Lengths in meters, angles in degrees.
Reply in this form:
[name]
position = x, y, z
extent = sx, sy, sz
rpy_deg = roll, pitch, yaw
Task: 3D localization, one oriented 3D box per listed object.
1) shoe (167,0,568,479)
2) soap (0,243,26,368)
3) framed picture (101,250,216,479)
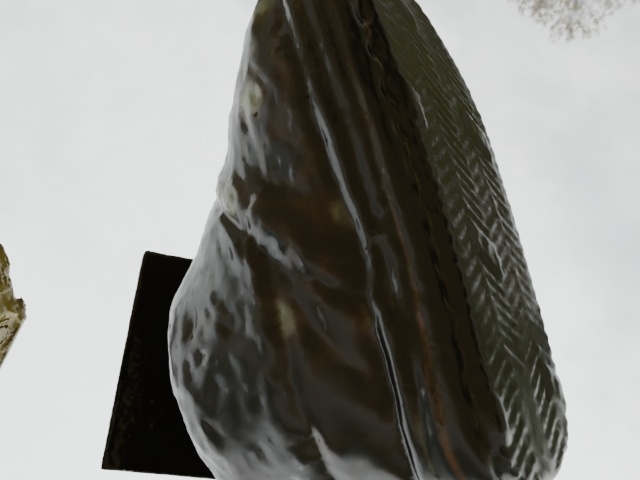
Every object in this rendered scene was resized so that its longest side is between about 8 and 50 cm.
[shoe]
position = 0.000, 0.000, 0.450
extent = 0.171, 0.237, 0.384
rpy_deg = 4, -112, -55
[soap]
position = -0.428, 0.097, 0.701
extent = 0.160, 0.258, 0.080
rpy_deg = 30, -170, -1
[framed picture]
position = -0.065, 0.158, 0.772
extent = 0.338, 0.014, 0.255
rpy_deg = 11, -118, -16
